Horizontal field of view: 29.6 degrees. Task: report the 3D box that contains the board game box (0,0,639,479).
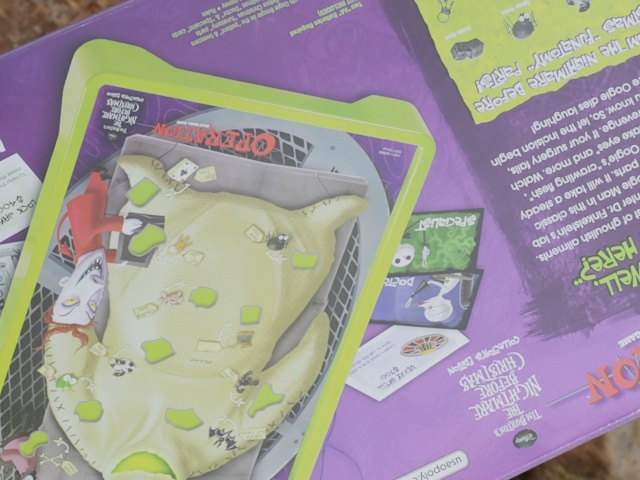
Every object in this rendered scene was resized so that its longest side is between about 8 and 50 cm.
[{"bbox_3d":[0.000,0.000,0.432,0.056,0.346,0.208,91,-25,-78],"label":"board game box"}]
